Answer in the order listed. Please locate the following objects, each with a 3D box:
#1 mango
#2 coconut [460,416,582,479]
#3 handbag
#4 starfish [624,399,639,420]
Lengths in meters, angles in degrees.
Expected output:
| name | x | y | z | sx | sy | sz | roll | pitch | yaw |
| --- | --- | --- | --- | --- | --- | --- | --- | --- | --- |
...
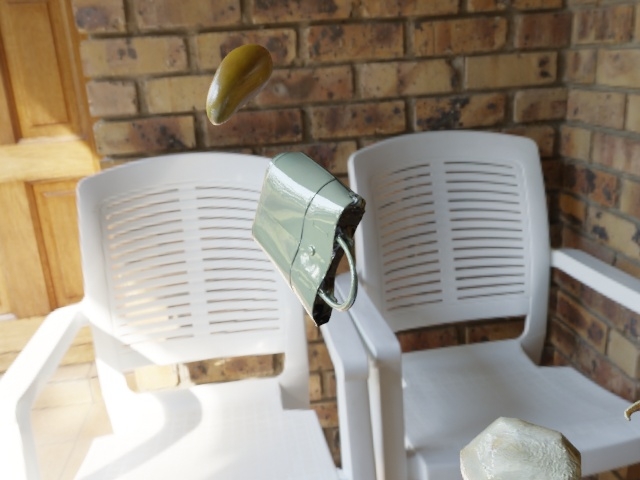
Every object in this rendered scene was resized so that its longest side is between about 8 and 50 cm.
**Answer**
| name | x | y | z | sx | sy | sz | roll | pitch | yaw |
| --- | --- | --- | --- | --- | --- | --- | --- | --- | --- |
| mango | -0.154 | -0.290 | 1.109 | 0.085 | 0.102 | 0.184 | 31 | 59 | 5 |
| coconut | 0.422 | 0.509 | 1.301 | 0.247 | 0.245 | 0.245 | 7 | 19 | 17 |
| handbag | 0.000 | 0.000 | 1.009 | 0.109 | 0.241 | 0.315 | -4 | 33 | -33 |
| starfish | 0.684 | 0.330 | 1.110 | 0.247 | 0.138 | 0.050 | -13 | 9 | 7 |
